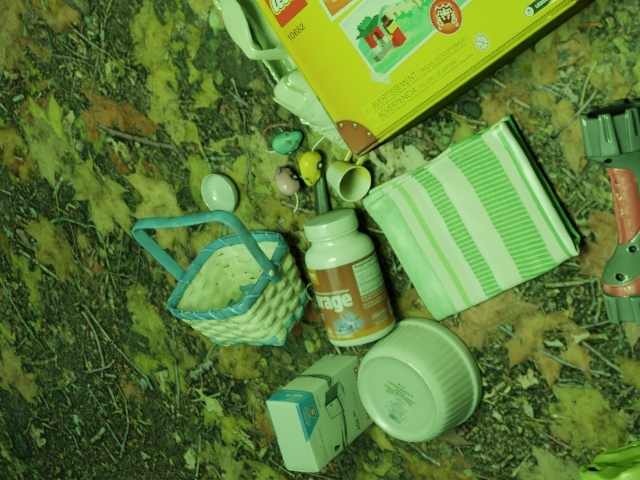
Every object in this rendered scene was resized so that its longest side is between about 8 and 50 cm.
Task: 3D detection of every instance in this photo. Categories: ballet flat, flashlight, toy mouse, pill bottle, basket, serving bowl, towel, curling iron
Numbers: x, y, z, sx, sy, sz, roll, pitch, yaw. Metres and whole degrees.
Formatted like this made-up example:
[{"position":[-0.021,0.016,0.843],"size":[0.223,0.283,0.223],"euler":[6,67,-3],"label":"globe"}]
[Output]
[{"position":[-0.056,-0.293,1.829],"size":[0.409,0.147,0.147],"euler":[53,135,4],"label":"ballet flat"},{"position":[0.419,-0.037,1.575],"size":[0.103,0.103,0.304],"euler":[1,113,44],"label":"flashlight"},{"position":[-0.058,-0.134,1.968],"size":[0.143,0.031,0.161],"euler":[31,121,38],"label":"toy mouse"},{"position":[0.043,0.061,1.935],"size":[0.121,0.121,0.216],"euler":[-5,108,42],"label":"pill bottle"},{"position":[-0.178,0.056,2.046],"size":[0.255,0.201,0.289],"euler":[-2,141,41],"label":"basket"},{"position":[-0.183,-0.088,2.119],"size":[0.083,0.027,0.083],"euler":[19,122,33],"label":"serving bowl"},{"position":[0.232,-0.026,1.787],"size":[0.325,0.038,0.247],"euler":[-30,92,45],"label":"towel"},{"position":[0.000,0.000,2.002],"size":[0.068,0.035,0.274],"euler":[16,122,35],"label":"curling iron"}]

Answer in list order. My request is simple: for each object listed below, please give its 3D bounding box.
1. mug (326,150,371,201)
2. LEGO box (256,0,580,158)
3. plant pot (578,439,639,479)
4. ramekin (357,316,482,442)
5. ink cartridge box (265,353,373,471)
[{"position":[0.047,-0.109,1.893],"size":[0.064,0.078,0.062],"euler":[38,165,54],"label":"mug"},{"position":[0.150,-0.399,1.550],"size":[0.500,0.193,0.372],"euler":[-33,89,45],"label":"LEGO box"},{"position":[0.500,0.431,1.664],"size":[0.276,0.276,0.253],"euler":[-19,87,45],"label":"plant pot"},{"position":[0.160,0.245,1.940],"size":[0.207,0.109,0.207],"euler":[19,123,32],"label":"ramekin"},{"position":[0.003,0.308,2.050],"size":[0.082,0.191,0.139],"euler":[-3,110,40],"label":"ink cartridge box"}]
